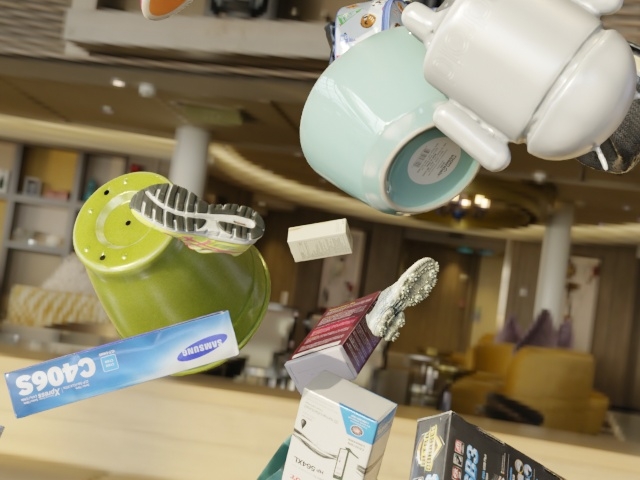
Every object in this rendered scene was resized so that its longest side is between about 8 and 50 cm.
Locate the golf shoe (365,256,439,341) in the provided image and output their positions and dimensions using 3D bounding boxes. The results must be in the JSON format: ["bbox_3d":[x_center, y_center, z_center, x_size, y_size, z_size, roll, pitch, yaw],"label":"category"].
[{"bbox_3d":[0.142,0.096,1.894,0.069,0.176,0.086,38,0,-33],"label":"golf shoe"}]

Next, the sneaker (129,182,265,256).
[{"bbox_3d":[-0.198,-0.019,1.595,0.208,0.082,0.094,18,-37,-14],"label":"sneaker"}]

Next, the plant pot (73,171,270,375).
[{"bbox_3d":[-0.333,0.044,2.168,0.366,0.367,0.353,7,-29,23],"label":"plant pot"}]

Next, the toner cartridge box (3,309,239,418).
[{"bbox_3d":[-0.306,0.194,1.629,0.347,0.075,0.165,-16,-3,-8],"label":"toner cartridge box"}]

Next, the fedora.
[{"bbox_3d":[0.565,-0.242,2.017,0.334,0.153,0.334,28,-20,11],"label":"fedora"}]

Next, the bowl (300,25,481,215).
[{"bbox_3d":[0.139,-0.159,1.608,0.311,0.312,0.163,10,35,-35],"label":"bowl"}]

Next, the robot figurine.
[{"bbox_3d":[0.284,-0.245,1.424,0.353,0.300,0.200,36,13,12],"label":"robot figurine"}]

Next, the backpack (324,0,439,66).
[{"bbox_3d":[0.123,-0.290,1.758,0.213,0.277,0.263,-11,-4,29],"label":"backpack"}]

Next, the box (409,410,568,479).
[{"bbox_3d":[0.223,0.407,1.296,0.293,0.296,0.073,31,-38,-28],"label":"box"}]

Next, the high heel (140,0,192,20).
[{"bbox_3d":[-0.202,-0.435,1.489,0.082,0.117,0.244,6,-40,-29],"label":"high heel"}]

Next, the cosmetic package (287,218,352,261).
[{"bbox_3d":[0.000,0.000,1.967,0.115,0.041,0.060,-8,-47,11],"label":"cosmetic package"}]

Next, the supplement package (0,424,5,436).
[{"bbox_3d":[-0.713,0.355,1.840,0.244,0.139,0.134,5,-22,32],"label":"supplement package"}]

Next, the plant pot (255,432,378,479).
[{"bbox_3d":[0.010,0.504,2.067,0.234,0.166,0.165,41,-43,-2],"label":"plant pot"}]

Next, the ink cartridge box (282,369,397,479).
[{"bbox_3d":[0.031,0.351,1.780,0.148,0.203,0.086,22,25,21],"label":"ink cartridge box"}]

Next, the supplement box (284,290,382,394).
[{"bbox_3d":[0.041,0.194,1.986,0.130,0.073,0.239,-20,15,31],"label":"supplement box"}]
